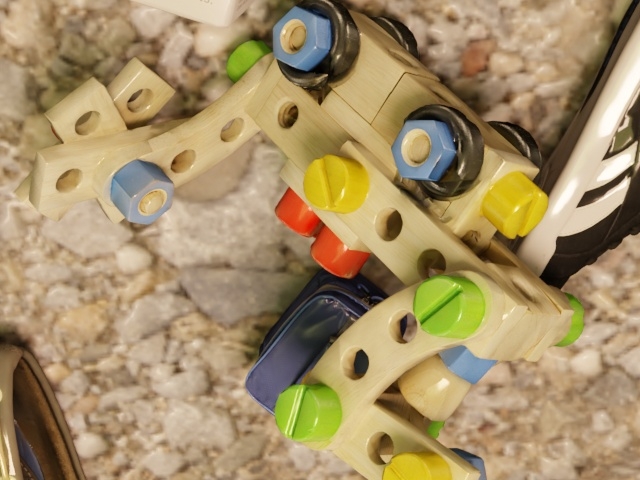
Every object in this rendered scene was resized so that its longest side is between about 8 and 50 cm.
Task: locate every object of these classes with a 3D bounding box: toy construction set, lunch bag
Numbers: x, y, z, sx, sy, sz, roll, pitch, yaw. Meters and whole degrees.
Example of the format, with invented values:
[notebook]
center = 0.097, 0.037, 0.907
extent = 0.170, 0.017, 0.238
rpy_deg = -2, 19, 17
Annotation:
[toy construction set]
center = 0.000, 0.000, 0.826
extent = 0.327, 0.151, 0.215
rpy_deg = 40, 111, 19
[lunch bag]
center = 0.006, 0.065, 0.921
extent = 0.067, 0.065, 0.098
rpy_deg = 36, 114, -6

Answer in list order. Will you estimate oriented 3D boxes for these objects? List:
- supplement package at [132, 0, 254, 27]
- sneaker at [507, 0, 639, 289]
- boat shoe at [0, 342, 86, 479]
[supplement package]
center = -0.084, -0.270, 0.728
extent = 0.199, 0.198, 0.263
rpy_deg = 18, 113, 3
[sneaker]
center = 0.186, -0.028, 0.846
extent = 0.121, 0.079, 0.217
rpy_deg = 25, 113, -1
[boat shoe]
center = -0.171, 0.206, 0.985
extent = 0.091, 0.109, 0.305
rpy_deg = -17, 104, 21
